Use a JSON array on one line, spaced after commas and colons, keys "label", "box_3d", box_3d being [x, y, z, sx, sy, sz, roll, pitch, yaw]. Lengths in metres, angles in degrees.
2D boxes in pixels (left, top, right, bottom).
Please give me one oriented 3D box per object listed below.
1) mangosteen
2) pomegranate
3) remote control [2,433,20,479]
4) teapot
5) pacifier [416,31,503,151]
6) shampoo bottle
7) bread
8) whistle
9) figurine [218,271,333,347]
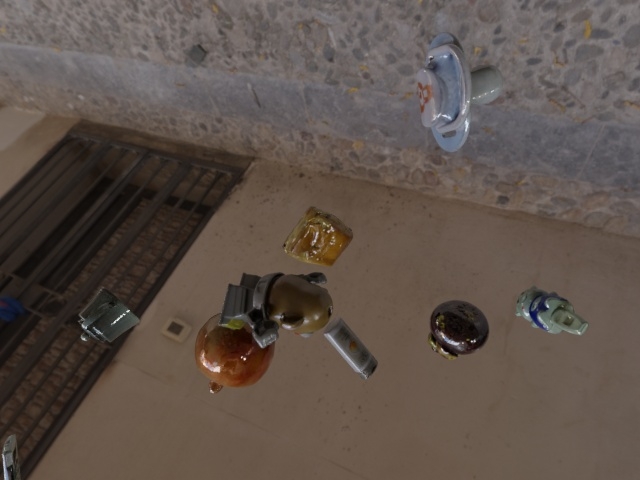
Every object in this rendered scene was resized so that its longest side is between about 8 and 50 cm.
[{"label": "mangosteen", "box_3d": [0.439, 0.303, 1.368, 0.192, 0.192, 0.217, 24, 121, 7]}, {"label": "pomegranate", "box_3d": [-0.282, 0.362, 1.343, 0.229, 0.270, 0.252, 21, -179, 40]}, {"label": "remote control", "box_3d": [-0.659, 0.505, 0.888, 0.029, 0.166, 0.065, -2, -166, -28]}, {"label": "teapot", "box_3d": [-0.666, 0.243, 1.271, 0.162, 0.149, 0.239, 44, 153, -3]}, {"label": "pacifier", "box_3d": [0.350, -0.362, 1.012, 0.227, 0.208, 0.278, -145, 44, -74]}, {"label": "shampoo bottle", "box_3d": [0.107, 0.375, 1.451, 0.227, 0.086, 0.056, 52, 146, -13]}, {"label": "bread", "box_3d": [0.000, 0.000, 1.553, 0.235, 0.210, 0.099, 24, -159, -38]}, {"label": "whistle", "box_3d": [0.595, 0.185, 1.097, 0.092, 0.110, 0.244, 31, -176, -12]}, {"label": "figurine", "box_3d": [-0.103, 0.171, 1.130, 0.285, 0.342, 0.167, 0, 132, 24]}]
